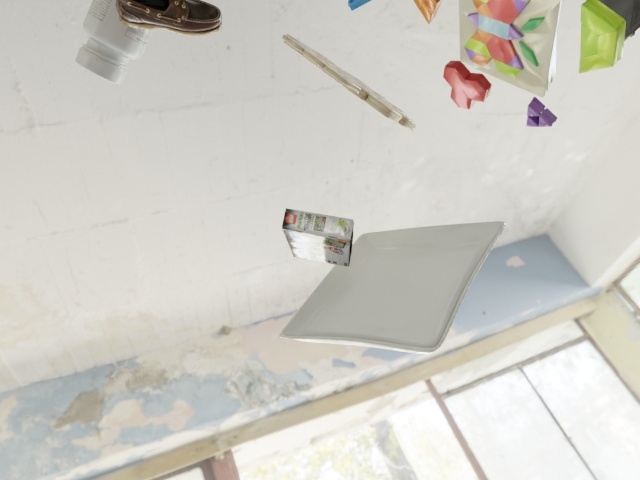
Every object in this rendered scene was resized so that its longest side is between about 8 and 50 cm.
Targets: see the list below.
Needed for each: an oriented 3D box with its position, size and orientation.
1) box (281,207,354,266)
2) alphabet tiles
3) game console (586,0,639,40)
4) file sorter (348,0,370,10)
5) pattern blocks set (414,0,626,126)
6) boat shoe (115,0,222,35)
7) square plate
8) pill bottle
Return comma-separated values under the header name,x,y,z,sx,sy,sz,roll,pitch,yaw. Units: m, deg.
name,x,y,z,sx,sy,sz,roll,pitch,yaw
box,0.000,0.000,0.895,0.113,0.036,0.207,10,-14,4
alphabet tiles,0.055,-0.299,0.961,0.277,0.284,0.021,1,-52,-58
game console,0.483,-0.454,0.607,0.386,0.060,0.341,-43,-37,22
file sorter,0.070,-0.445,0.714,0.118,0.171,0.104,-14,-31,31
pattern blocks set,0.223,-0.268,0.620,0.026,0.285,0.325,-45,-47,-11
boat shoe,-0.299,-0.461,1.010,0.206,0.073,0.073,-3,-27,-16
square plate,0.140,0.087,0.963,0.344,0.347,0.049,-47,-60,-39
pill bottle,-0.437,-0.468,1.101,0.131,0.131,0.229,18,-74,-48
